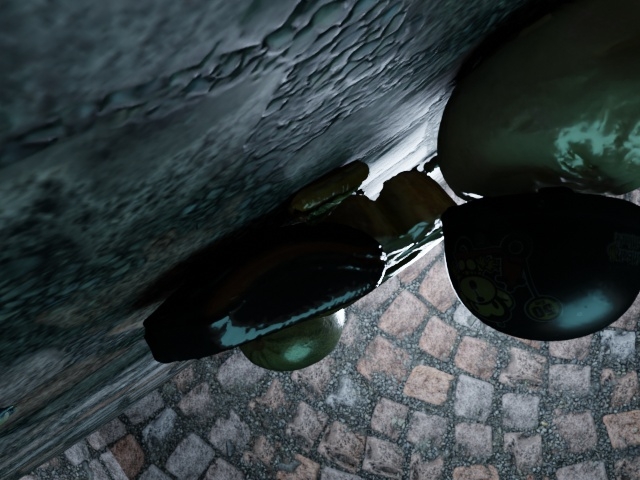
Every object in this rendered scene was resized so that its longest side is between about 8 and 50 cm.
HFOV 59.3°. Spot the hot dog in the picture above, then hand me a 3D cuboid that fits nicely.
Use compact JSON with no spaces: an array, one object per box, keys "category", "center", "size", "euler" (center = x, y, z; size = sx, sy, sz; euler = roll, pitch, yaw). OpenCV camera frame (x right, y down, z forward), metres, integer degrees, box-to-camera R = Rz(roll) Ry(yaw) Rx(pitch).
[{"category":"hot dog","center":[0.013,-0.055,0.682],"size":[0.133,0.041,0.056],"euler":[-32,174,-30]}]

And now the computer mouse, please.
[{"category":"computer mouse","center":[-0.066,0.050,0.704],"size":[0.323,0.117,0.183],"euler":[-19,179,-27]}]

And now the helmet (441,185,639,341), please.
[{"category":"helmet","center":[0.272,0.042,0.679],"size":[0.278,0.161,0.230],"euler":[18,163,-35]}]

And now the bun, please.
[{"category":"bun","center":[0.304,-0.149,0.667],"size":[0.360,0.213,0.361],"euler":[-28,176,-2]}]

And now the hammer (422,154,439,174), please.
[{"category":"hammer","center":[0.233,-0.133,1.361],"size":[0.058,0.029,0.292],"euler":[-34,171,-17]}]

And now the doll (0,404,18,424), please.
[{"category":"doll","center":[-0.406,0.227,0.639],"size":[0.125,0.027,0.037],"euler":[-33,168,-17]}]

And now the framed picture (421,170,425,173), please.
[{"category":"framed picture","center":[0.237,-0.136,1.560],"size":[0.338,0.014,0.255],"euler":[-29,172,-48]}]

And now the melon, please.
[{"category":"melon","center":[-0.075,0.203,1.408],"size":[0.248,0.249,0.329],"euler":[-37,172,27]}]

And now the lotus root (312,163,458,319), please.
[{"category":"lotus root","center":[0.063,0.030,1.017],"size":[0.390,0.111,0.375],"euler":[-27,162,-19]}]
